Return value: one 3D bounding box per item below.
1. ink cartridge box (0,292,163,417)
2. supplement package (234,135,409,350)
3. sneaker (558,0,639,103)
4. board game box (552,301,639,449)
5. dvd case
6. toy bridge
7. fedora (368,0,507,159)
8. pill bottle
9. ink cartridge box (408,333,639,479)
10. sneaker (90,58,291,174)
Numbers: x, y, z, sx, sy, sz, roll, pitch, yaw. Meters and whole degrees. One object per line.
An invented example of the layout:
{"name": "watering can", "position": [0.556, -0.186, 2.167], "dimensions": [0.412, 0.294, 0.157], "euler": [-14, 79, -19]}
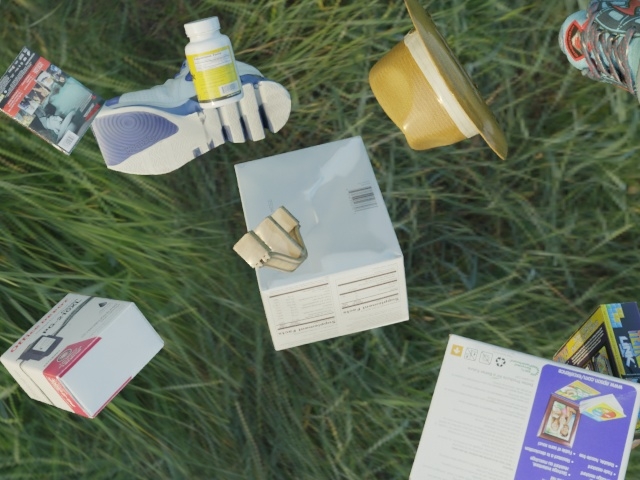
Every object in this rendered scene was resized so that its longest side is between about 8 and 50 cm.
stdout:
{"name": "ink cartridge box", "position": [-0.398, 0.184, 1.584], "dimensions": [0.172, 0.237, 0.100], "euler": [-47, 119, -29]}
{"name": "supplement package", "position": [0.000, 0.000, 1.420], "dimensions": [0.204, 0.262, 0.145], "euler": [-13, 138, -3]}
{"name": "sneaker", "position": [0.268, -0.157, 0.833], "dimensions": [0.125, 0.262, 0.104], "euler": [10, 110, 14]}
{"name": "board game box", "position": [0.331, 0.169, 1.105], "dimensions": [0.048, 0.170, 0.141], "euler": [-3, 64, -8]}
{"name": "dvd case", "position": [-0.342, -0.174, 1.196], "dimensions": [0.119, 0.013, 0.087], "euler": [33, 76, -11]}
{"name": "toy bridge", "position": [-0.043, 0.003, 1.037], "dimensions": [0.063, 0.188, 0.026], "euler": [45, 104, -1]}
{"name": "fedora", "position": [0.100, -0.138, 0.889], "dimensions": [0.079, 0.194, 0.194], "euler": [-33, 110, 14]}
{"name": "pill bottle", "position": [-0.149, -0.245, 1.318], "dimensions": [0.065, 0.065, 0.116], "euler": [-22, 109, -26]}
{"name": "ink cartridge box", "position": [0.204, 0.221, 0.981], "dimensions": [0.206, 0.045, 0.208], "euler": [14, 72, 17]}
{"name": "sneaker", "position": [-0.219, -0.220, 1.564], "dimensions": [0.315, 0.182, 0.127], "euler": [-14, 126, -10]}
